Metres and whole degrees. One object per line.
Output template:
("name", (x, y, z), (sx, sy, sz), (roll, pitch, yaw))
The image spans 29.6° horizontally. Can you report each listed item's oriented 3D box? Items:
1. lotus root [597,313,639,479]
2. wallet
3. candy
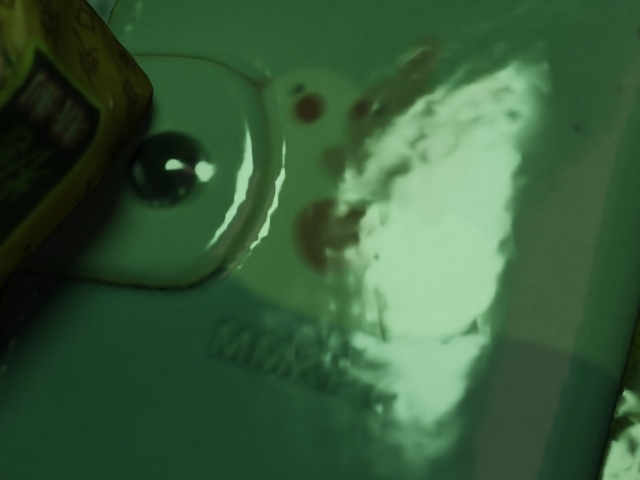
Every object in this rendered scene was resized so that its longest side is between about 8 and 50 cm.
("lotus root", (0.110, 0.155, 0.523), (0.160, 0.152, 0.275), (34, 61, -63))
("wallet", (0.000, 0.000, 0.474), (0.252, 0.083, 0.360), (14, 77, 12))
("candy", (-0.169, 0.009, 0.401), (0.271, 0.101, 0.143), (-52, 146, -8))
